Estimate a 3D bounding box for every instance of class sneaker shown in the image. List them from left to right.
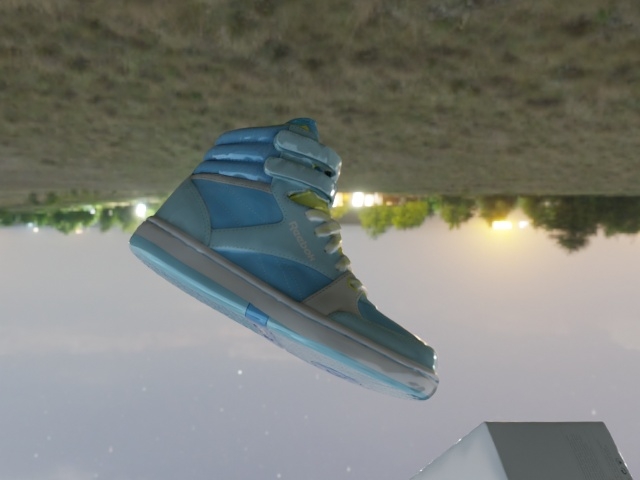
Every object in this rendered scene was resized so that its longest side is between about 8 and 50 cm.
[{"bbox_3d":[0.000,0.000,0.724,0.319,0.208,0.127,29,165,8],"label":"sneaker"}]

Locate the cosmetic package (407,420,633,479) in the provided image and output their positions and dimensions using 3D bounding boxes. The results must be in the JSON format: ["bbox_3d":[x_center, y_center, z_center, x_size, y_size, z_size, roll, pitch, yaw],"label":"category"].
[{"bbox_3d":[0.249,0.344,0.998,0.224,0.138,0.224,8,138,-32],"label":"cosmetic package"}]
